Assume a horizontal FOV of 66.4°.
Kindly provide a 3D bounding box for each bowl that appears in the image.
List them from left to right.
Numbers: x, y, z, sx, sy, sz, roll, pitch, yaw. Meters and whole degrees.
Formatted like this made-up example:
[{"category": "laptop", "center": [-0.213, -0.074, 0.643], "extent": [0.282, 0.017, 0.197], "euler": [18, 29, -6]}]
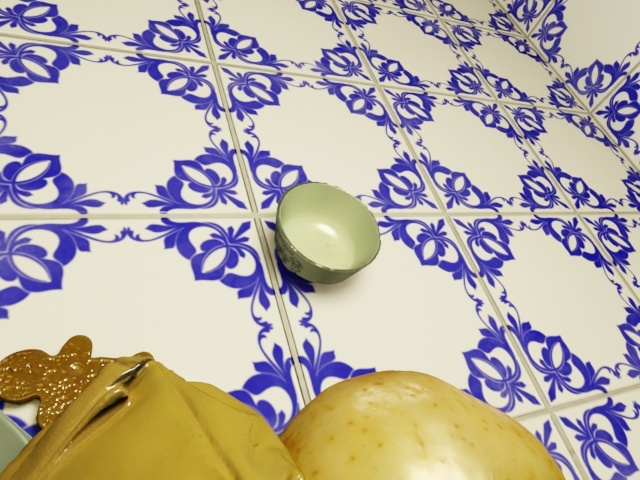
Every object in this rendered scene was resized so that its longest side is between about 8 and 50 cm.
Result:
[{"category": "bowl", "center": [0.000, 0.000, 0.949], "extent": [0.211, 0.112, 0.211], "euler": [14, 49, -16]}]

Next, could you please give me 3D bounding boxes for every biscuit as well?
[{"category": "biscuit", "center": [-0.341, 0.198, 0.682], "extent": [0.205, 0.031, 0.138], "euler": [12, 49, -17]}]

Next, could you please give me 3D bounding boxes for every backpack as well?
[{"category": "backpack", "center": [-0.179, 0.286, 0.391], "extent": [0.378, 0.201, 0.353], "euler": [-35, 33, -12]}]

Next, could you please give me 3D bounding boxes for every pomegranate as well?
[{"category": "pomegranate", "center": [0.101, 0.339, 0.530], "extent": [0.410, 0.410, 0.410], "euler": [13, 50, -16]}]

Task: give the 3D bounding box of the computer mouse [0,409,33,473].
[{"category": "computer mouse", "center": [-0.386, 0.274, 0.557], "extent": [0.231, 0.079, 0.128], "euler": [21, 48, 31]}]
